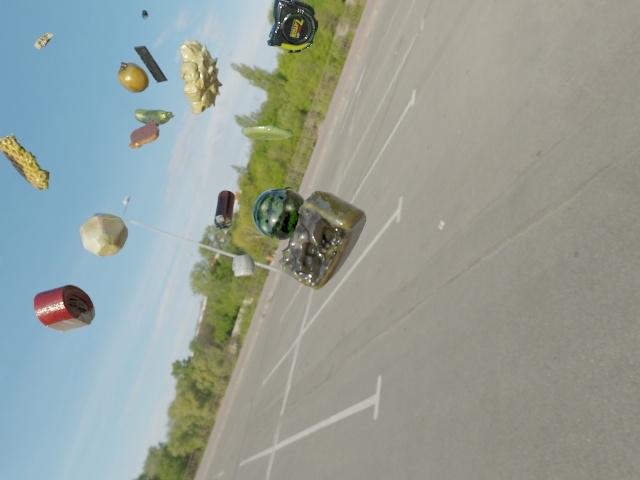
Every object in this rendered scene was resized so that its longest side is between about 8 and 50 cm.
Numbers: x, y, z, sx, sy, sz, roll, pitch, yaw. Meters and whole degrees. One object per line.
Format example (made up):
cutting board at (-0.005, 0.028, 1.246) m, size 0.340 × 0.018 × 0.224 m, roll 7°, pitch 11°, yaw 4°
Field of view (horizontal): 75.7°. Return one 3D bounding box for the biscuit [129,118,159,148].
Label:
biscuit at (-0.822, -0.499, 1.940) m, size 0.280 × 0.043 × 0.183 m, roll 18°, pitch 70°, yaw 41°

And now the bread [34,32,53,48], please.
bread at (-1.194, -0.862, 1.779) m, size 0.070 × 0.035 × 0.083 m, roll 11°, pitch 64°, yaw 47°

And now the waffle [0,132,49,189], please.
waffle at (-1.242, -0.320, 1.733) m, size 0.245 × 0.254 × 0.052 m, roll -9°, pitch 33°, yaw 46°

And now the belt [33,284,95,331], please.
belt at (-0.869, 0.232, 1.394) m, size 0.201 × 0.124 × 0.128 m, roll 83°, pitch 171°, yaw -64°

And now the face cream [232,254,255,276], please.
face cream at (-0.393, 0.129, 2.117) m, size 0.117 × 0.117 × 0.104 m, roll 146°, pitch 118°, yaw -78°

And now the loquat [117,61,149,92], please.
loquat at (-0.937, -0.815, 2.064) m, size 0.137 × 0.163 × 0.163 m, roll -37°, pitch 16°, yaw 10°

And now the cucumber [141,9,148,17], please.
cucumber at (-0.861, -1.111, 2.025) m, size 0.133 × 0.032 × 0.032 m, roll 41°, pitch 114°, yaw 61°

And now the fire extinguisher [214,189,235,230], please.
fire extinguisher at (-0.497, -0.145, 2.147) m, size 0.269 × 0.105 × 0.104 m, roll -94°, pitch 21°, yaw -44°

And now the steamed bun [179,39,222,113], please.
steamed bun at (-0.494, -0.691, 1.757) m, size 0.292 × 0.137 × 0.295 m, roll -105°, pitch 12°, yaw -88°

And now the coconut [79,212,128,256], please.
coconut at (-1.145, -0.038, 2.183) m, size 0.197 × 0.237 × 0.237 m, roll -40°, pitch 26°, yaw 34°

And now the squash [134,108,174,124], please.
squash at (-0.957, -0.711, 2.385) m, size 0.094 × 0.341 × 0.094 m, roll -28°, pitch -57°, yaw -53°

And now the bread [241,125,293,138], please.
bread at (-0.292, -0.601, 2.319) m, size 0.301 × 0.301 × 0.045 m, roll -139°, pitch 49°, yaw -82°

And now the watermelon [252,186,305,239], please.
watermelon at (-0.191, -0.126, 1.948) m, size 0.269 × 0.269 × 0.269 m, roll -162°, pitch 90°, yaw -82°

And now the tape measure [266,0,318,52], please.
tape measure at (-0.109, -0.864, 1.664) m, size 0.199 × 0.186 × 0.112 m, roll 114°, pitch 154°, yaw -42°

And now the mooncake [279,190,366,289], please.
mooncake at (0.000, 0.000, 1.728) m, size 0.394 × 0.246 × 0.393 m, roll -52°, pitch -20°, yaw -7°

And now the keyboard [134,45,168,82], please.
keyboard at (-0.783, -0.812, 1.906) m, size 0.195 × 0.060 × 0.018 m, roll 65°, pitch -154°, yaw -59°
